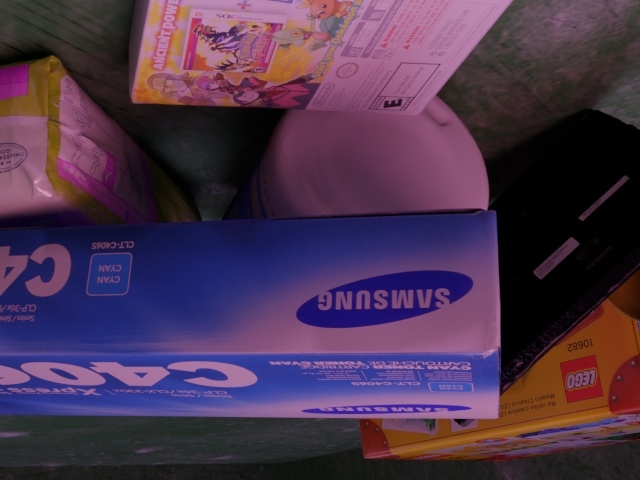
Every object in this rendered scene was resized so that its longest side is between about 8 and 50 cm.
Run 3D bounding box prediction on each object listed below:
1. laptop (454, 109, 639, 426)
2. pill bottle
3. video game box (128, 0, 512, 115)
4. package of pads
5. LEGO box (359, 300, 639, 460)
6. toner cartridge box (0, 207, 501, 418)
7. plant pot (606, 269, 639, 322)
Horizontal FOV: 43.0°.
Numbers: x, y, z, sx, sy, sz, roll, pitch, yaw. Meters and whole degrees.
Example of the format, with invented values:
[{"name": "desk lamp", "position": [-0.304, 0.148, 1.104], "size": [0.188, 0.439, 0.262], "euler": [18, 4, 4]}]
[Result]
[{"name": "laptop", "position": [0.184, 0.026, 0.652], "size": [0.234, 0.264, 0.136], "euler": [-45, 115, 7]}, {"name": "pill bottle", "position": [0.000, 0.000, 0.632], "size": [0.152, 0.152, 0.272], "euler": [0, 159, -21]}, {"name": "video game box", "position": [0.005, -0.134, 0.416], "size": [0.187, 0.048, 0.205], "euler": [-3, 159, -20]}, {"name": "package of pads", "position": [-0.223, -0.010, 0.594], "size": [0.229, 0.101, 0.296], "euler": [-9, 161, 7]}, {"name": "LEGO box", "position": [0.360, 0.215, 1.260], "size": [0.373, 0.193, 0.500], "euler": [13, 153, -38]}, {"name": "toner cartridge box", "position": [-0.073, 0.054, 0.477], "size": [0.348, 0.075, 0.165], "euler": [-2, 158, 12]}, {"name": "plant pot", "position": [0.341, 0.005, 0.847], "size": [0.095, 0.134, 0.134], "euler": [-32, 163, -10]}]
